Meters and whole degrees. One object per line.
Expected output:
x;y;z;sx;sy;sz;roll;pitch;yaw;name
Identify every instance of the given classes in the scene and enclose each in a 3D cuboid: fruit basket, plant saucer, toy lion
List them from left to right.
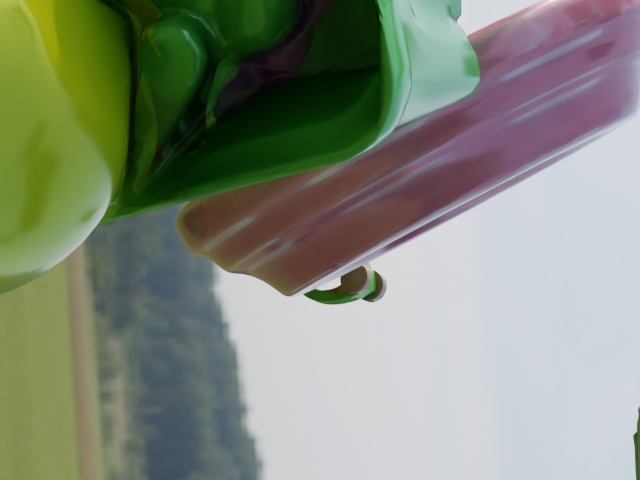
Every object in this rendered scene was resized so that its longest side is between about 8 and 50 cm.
-0.146;-0.102;0.878;0.392;0.392;0.282;133;-52;-80;fruit basket
0.000;0.000;1.482;0.034;0.096;0.100;25;59;-56;toy lion
0.072;-0.056;1.254;0.084;0.332;0.332;61;-9;3;plant saucer

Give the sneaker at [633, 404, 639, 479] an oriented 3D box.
0.145;0.147;0.832;0.256;0.094;0.151;-29;-106;44;sneaker
